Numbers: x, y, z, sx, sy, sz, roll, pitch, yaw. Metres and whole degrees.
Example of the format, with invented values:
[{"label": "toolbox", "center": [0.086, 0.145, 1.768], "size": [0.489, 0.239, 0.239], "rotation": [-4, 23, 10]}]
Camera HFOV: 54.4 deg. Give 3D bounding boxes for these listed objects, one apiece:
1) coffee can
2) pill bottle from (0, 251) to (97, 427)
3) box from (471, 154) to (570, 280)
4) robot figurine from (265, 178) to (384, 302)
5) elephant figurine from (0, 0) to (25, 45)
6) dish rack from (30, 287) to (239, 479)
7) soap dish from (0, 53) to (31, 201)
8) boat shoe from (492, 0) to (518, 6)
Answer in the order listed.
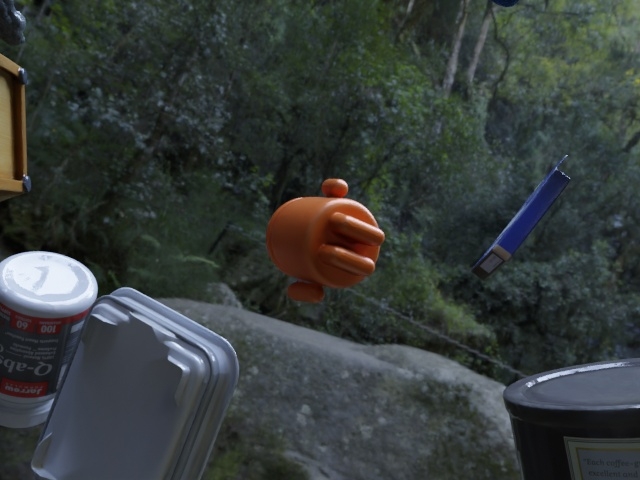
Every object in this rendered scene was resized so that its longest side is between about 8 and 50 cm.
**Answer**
[{"label": "coffee can", "center": [0.275, 0.248, 0.503], "size": [0.201, 0.275, 0.201], "rotation": [-9, -5, -1]}, {"label": "pill bottle", "center": [-0.631, 0.224, 1.371], "size": [0.210, 0.363, 0.210], "rotation": [19, 27, -10]}, {"label": "box", "center": [0.353, -0.037, 1.075], "size": [0.036, 0.225, 0.136], "rotation": [38, -14, 10]}, {"label": "robot figurine", "center": [0.001, -0.002, 0.898], "size": [0.128, 0.158, 0.219], "rotation": [-22, 14, -26]}, {"label": "elephant figurine", "center": [-0.407, -0.299, 0.621], "size": [0.186, 0.169, 0.239], "rotation": [40, -40, -9]}, {"label": "dish rack", "center": [-0.284, 0.254, 0.884], "size": [0.285, 0.333, 0.072], "rotation": [22, 0, 30]}, {"label": "soap dish", "center": [-0.475, -0.157, 0.804], "size": [0.118, 0.229, 0.291], "rotation": [-1, 3, -8]}, {"label": "boat shoe", "center": [0.308, -0.566, 1.279], "size": [0.258, 0.089, 0.109], "rotation": [26, -49, -34]}]
